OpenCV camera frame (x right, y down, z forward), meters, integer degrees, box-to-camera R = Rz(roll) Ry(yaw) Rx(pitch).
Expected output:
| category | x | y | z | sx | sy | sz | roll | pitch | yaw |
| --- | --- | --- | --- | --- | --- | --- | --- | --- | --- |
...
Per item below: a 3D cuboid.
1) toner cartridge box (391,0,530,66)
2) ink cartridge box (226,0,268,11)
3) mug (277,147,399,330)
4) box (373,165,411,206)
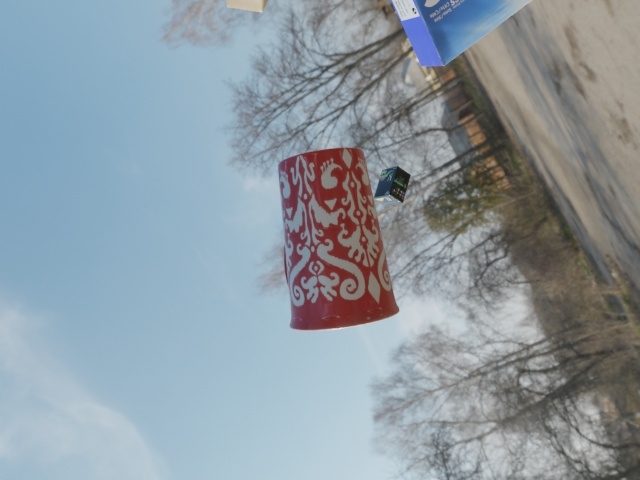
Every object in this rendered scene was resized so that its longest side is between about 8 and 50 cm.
| category | x | y | z | sx | sy | sz | roll | pitch | yaw |
| --- | --- | --- | --- | --- | --- | --- | --- | --- | --- |
| toner cartridge box | 0.296 | -0.476 | 0.865 | 0.165 | 0.347 | 0.075 | 55 | 173 | -28 |
| ink cartridge box | -0.141 | -0.650 | 1.056 | 0.235 | 0.088 | 0.193 | 100 | -179 | -49 |
| mug | -0.003 | 0.000 | 0.515 | 0.113 | 0.150 | 0.170 | -8 | -91 | -59 |
| box | 0.181 | -0.136 | 1.237 | 0.052 | 0.062 | 0.084 | 28 | -108 | -29 |
